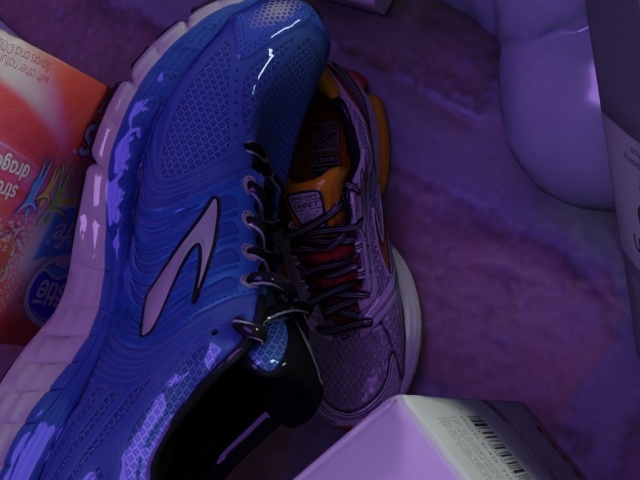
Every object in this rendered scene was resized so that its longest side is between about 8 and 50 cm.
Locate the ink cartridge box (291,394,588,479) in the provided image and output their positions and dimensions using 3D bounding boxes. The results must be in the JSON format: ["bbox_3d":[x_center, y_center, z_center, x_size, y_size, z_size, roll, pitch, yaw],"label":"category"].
[{"bbox_3d":[0.062,0.210,0.678,0.197,0.270,0.198,-42,72,10],"label":"ink cartridge box"}]

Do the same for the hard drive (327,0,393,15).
[{"bbox_3d":[-0.071,-0.286,0.913,0.319,0.040,0.210,19,88,19],"label":"hard drive"}]

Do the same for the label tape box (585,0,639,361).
[{"bbox_3d":[0.273,-0.008,0.658,0.249,0.115,0.347,-17,118,-7],"label":"label tape box"}]

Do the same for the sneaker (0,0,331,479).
[{"bbox_3d":[-0.050,0.028,0.713,0.147,0.130,0.330,12,75,26],"label":"sneaker"}]

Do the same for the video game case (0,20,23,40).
[{"bbox_3d":[-0.304,-0.124,0.907,0.173,0.190,0.022,41,140,19],"label":"video game case"}]

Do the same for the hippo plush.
[{"bbox_3d":[0.140,-0.137,0.721,0.294,0.234,0.236,-27,86,-7],"label":"hippo plush"}]

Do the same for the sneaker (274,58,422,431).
[{"bbox_3d":[0.000,0.000,0.822,0.088,0.093,0.225,-13,79,16],"label":"sneaker"}]

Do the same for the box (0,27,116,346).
[{"bbox_3d":[-0.183,-0.032,0.775,0.142,0.300,0.154,24,89,20],"label":"box"}]
